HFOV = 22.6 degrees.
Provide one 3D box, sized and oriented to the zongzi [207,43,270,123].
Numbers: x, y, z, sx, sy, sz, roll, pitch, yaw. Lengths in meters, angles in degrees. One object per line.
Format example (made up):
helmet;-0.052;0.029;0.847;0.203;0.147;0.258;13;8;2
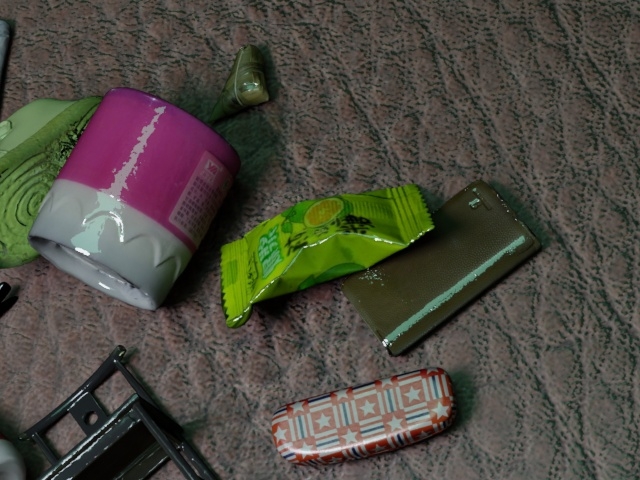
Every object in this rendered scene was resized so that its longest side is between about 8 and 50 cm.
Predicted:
zongzi;-0.101;-0.183;1.876;0.083;0.040;0.076;-26;53;26

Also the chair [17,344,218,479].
chair;-0.211;0.232;1.668;0.154;0.141;0.260;-41;64;-3

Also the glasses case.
glasses case;0.047;0.186;1.649;0.195;0.049;0.073;-15;65;11

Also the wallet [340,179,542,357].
wallet;0.126;0.028;1.705;0.198;0.031;0.110;-37;60;-1

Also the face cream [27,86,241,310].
face cream;-0.204;-0.044;1.763;0.175;0.175;0.195;20;75;25

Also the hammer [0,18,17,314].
hammer;-0.427;-0.082;1.930;0.152;0.044;0.426;-7;65;15

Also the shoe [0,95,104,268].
shoe;-0.325;-0.067;1.828;0.128;0.140;0.262;5;41;44

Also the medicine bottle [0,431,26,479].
medicine bottle;-0.442;0.213;1.753;0.250;0.131;0.131;36;82;29

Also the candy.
candy;0.000;0.000;1.720;0.246;0.069;0.149;-19;30;6
